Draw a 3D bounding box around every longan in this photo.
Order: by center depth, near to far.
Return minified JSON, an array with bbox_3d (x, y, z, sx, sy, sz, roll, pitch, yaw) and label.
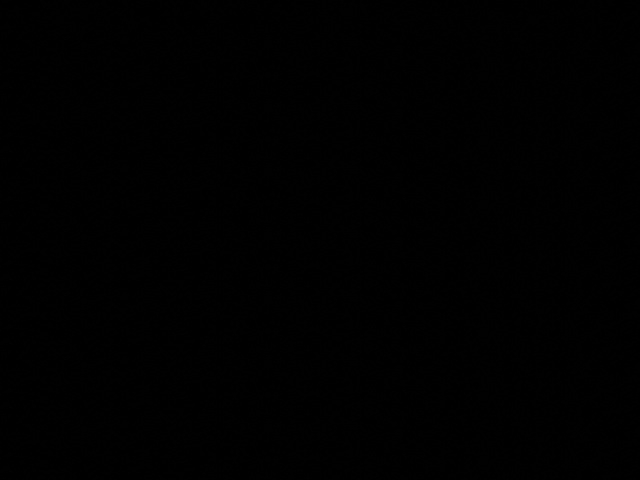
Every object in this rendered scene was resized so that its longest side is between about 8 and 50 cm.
[{"bbox_3d":[-0.001,-0.008,0.113,0.436,0.404,0.404,34,-93,-13],"label":"longan"}]
